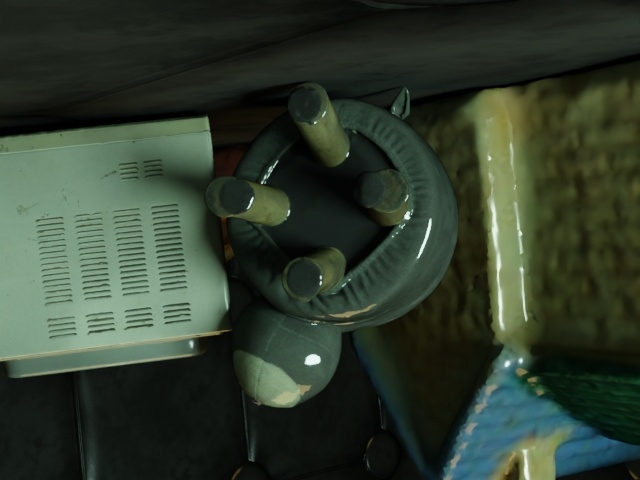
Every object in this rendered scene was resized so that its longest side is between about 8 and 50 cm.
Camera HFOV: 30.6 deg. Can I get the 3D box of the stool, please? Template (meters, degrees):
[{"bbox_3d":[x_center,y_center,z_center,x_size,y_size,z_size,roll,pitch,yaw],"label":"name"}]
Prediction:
[{"bbox_3d":[0.009,0.002,0.803,0.153,0.228,0.139,1,173,17],"label":"stool"}]

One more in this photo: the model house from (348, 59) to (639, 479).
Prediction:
[{"bbox_3d":[0.262,0.042,0.920,0.334,0.343,0.382,-4,179,-33],"label":"model house"}]

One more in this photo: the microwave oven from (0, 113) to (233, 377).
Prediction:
[{"bbox_3d":[-0.194,0.009,0.893,0.240,0.194,0.145,-7,-177,-6],"label":"microwave oven"}]

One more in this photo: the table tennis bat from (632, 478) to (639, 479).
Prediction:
[{"bbox_3d":[0.274,0.203,0.931,0.234,0.022,0.131,-16,176,17],"label":"table tennis bat"}]

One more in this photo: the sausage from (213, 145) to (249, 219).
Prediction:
[{"bbox_3d":[-0.107,-0.056,1.182,0.141,0.076,0.076,-9,178,26],"label":"sausage"}]

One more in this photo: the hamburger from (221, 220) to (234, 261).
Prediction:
[{"bbox_3d":[-0.172,-0.038,1.441,0.155,0.135,0.207,15,-152,40],"label":"hamburger"}]
